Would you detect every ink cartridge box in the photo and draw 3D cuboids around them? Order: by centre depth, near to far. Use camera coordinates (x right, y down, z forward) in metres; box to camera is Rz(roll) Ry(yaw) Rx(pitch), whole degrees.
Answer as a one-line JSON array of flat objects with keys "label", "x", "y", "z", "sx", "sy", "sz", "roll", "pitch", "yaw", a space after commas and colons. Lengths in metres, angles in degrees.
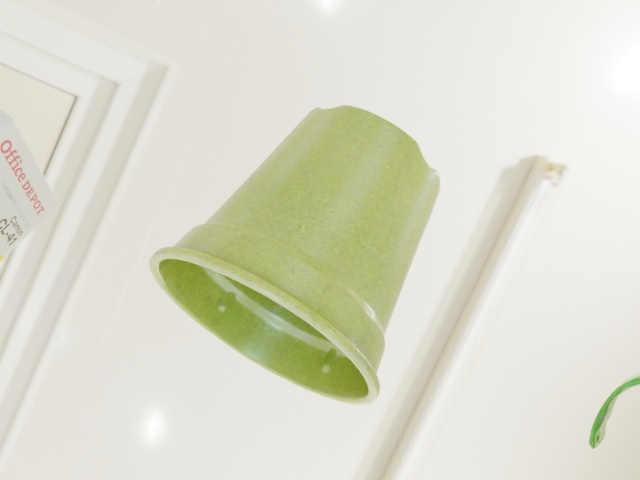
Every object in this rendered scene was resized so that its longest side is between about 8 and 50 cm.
[{"label": "ink cartridge box", "x": -0.522, "y": -0.028, "z": 1.035, "sx": 0.306, "sy": 0.131, "sz": 0.226, "roll": -50, "pitch": 162, "yaw": -24}]

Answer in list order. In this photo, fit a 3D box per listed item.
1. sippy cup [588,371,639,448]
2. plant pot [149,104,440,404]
[{"label": "sippy cup", "x": 0.478, "y": 0.295, "z": 0.903, "sx": 0.305, "sy": 0.240, "sz": 0.224, "roll": -125, "pitch": -129, "yaw": -60}, {"label": "plant pot", "x": 0.000, "y": 0.000, "z": 0.865, "sx": 0.253, "sy": 0.276, "sz": 0.276, "roll": -57, "pitch": -162, "yaw": -22}]
